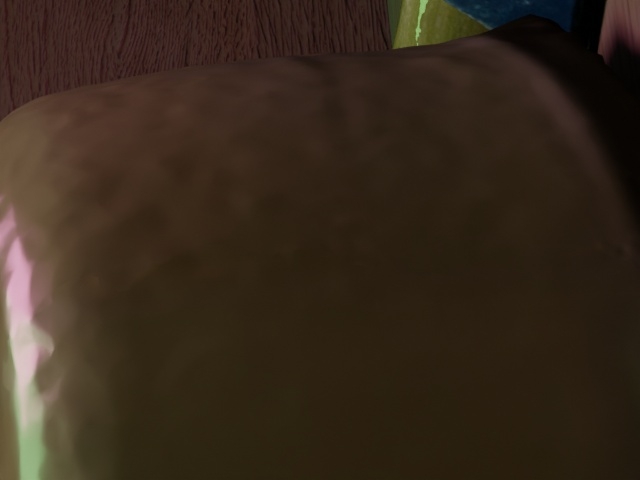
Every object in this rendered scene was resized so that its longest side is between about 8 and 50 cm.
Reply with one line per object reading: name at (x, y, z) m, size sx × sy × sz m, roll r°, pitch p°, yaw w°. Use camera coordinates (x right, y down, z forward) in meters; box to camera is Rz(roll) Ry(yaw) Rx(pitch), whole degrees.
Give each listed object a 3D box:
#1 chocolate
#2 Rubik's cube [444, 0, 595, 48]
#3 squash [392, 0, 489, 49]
chocolate at (-0.028, 0.077, 0.536) m, size 0.326 × 0.297 × 0.314 m, roll 119°, pitch 146°, yaw -78°
Rubik's cube at (0.066, -0.268, 0.520) m, size 0.250 × 0.284 × 0.234 m, roll -43°, pitch 25°, yaw 60°
squash at (0.076, -0.125, 0.721) m, size 0.224 × 0.094 × 0.094 m, roll 92°, pitch 175°, yaw -46°
